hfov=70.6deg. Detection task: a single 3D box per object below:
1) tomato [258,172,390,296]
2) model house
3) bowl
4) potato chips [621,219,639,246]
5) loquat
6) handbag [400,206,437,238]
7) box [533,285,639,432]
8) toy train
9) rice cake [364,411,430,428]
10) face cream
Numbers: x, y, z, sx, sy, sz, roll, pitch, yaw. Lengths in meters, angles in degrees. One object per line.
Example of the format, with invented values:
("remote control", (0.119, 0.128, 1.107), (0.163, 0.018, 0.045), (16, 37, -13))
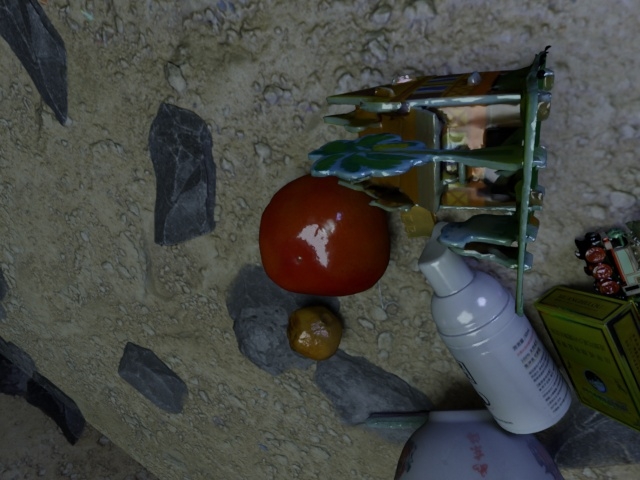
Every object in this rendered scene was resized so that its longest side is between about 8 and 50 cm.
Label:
("tomato", (-0.001, -0.004, 0.835), (0.260, 0.180, 0.259), (8, 116, 18))
("model house", (0.129, -0.090, 0.594), (0.313, 0.357, 0.242), (2, 120, 26))
("bowl", (0.296, 0.413, 0.887), (0.346, 0.345, 0.157), (-17, 66, 35))
("potato chips", (0.519, 0.050, 0.614), (0.202, 0.029, 0.220), (-24, 99, 35))
("loquat", (-0.016, 0.209, 1.018), (0.137, 0.113, 0.137), (8, 141, 6))
("handbag", (0.173, -0.044, 0.809), (0.061, 0.027, 0.083), (-7, 115, 31))
("box", (0.450, 0.188, 0.720), (0.220, 0.064, 0.141), (58, 168, -13))
("toy train", (0.479, 0.089, 0.700), (0.085, 0.053, 0.249), (-26, 101, 29))
("rice cake", (0.197, 0.424, 1.065), (0.208, 0.033, 0.033), (-18, 109, 36))
("face cream", (0.276, 0.145, 0.785), (0.145, 0.145, 0.369), (-29, 100, 38))
